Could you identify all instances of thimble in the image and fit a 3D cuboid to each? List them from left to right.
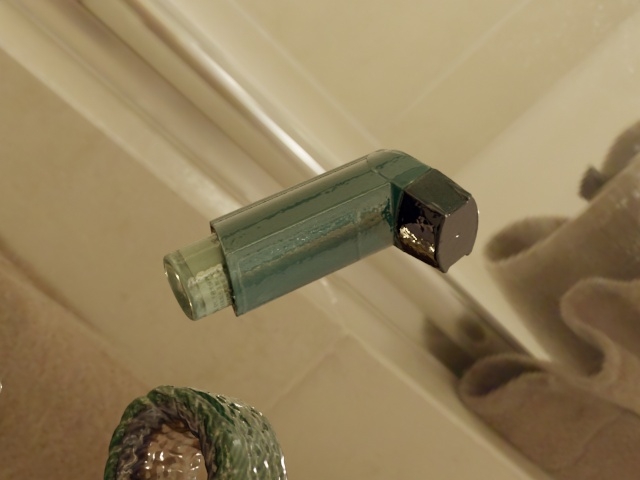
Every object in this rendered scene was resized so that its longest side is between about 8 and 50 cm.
[{"bbox_3d":[-0.087,0.174,0.865,0.118,0.090,0.135,-35,-123,22],"label":"thimble"}]

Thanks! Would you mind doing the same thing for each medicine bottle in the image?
[{"bbox_3d":[0.000,0.000,1.027,0.258,0.079,0.124,-22,-131,-16],"label":"medicine bottle"}]
